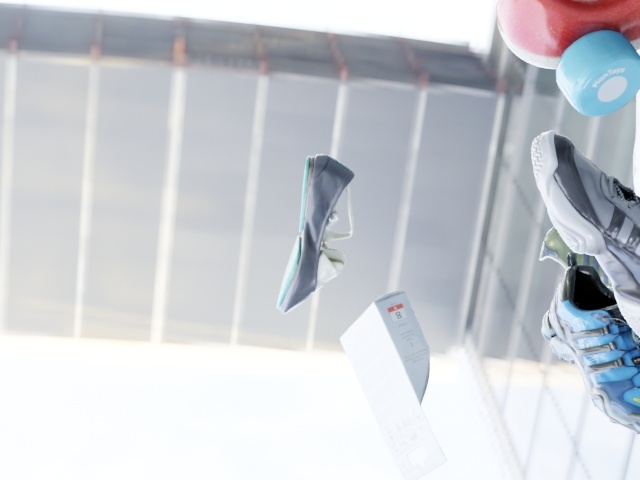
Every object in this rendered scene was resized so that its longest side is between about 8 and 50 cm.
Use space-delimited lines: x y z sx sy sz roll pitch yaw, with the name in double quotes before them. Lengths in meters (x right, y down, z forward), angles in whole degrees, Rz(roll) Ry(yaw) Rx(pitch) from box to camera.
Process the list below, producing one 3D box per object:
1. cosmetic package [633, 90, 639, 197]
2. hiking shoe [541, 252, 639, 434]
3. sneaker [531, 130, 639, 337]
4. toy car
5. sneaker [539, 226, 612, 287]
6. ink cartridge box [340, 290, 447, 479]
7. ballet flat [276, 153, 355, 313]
"cosmetic package" 0.659 -0.065 2.044 0.394 0.329 0.327 -16 -143 -8
"hiking shoe" 0.412 0.153 2.143 0.113 0.132 0.304 -19 -138 -26
"sneaker" 0.329 -0.023 1.518 0.153 0.268 0.101 -30 -161 25
"toy car" 0.249 -0.277 1.346 0.210 0.238 0.219 -22 -128 -5
"sneaker" 0.443 0.049 2.519 0.192 0.086 0.064 37 -167 11
"ink cartridge box" 0.089 0.155 1.619 0.045 0.145 0.179 -22 -102 -20
"ballet flat" 0.000 0.000 1.758 0.074 0.203 0.074 10 -155 -5
